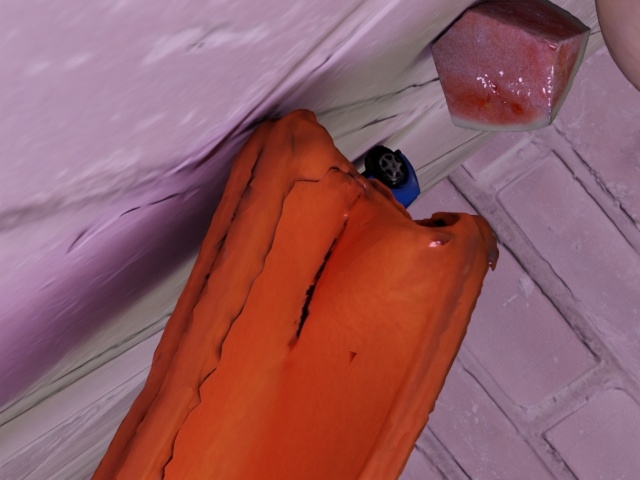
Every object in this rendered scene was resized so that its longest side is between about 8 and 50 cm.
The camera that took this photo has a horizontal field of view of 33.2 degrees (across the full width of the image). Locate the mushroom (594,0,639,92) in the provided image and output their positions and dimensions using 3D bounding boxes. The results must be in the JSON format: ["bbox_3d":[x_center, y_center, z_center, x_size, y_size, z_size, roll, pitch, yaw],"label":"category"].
[{"bbox_3d":[0.256,-0.155,0.532,0.246,0.202,0.246,3,169,1],"label":"mushroom"}]

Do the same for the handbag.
[{"bbox_3d":[-0.074,0.154,0.518,0.410,0.116,0.303,-63,-176,-12],"label":"handbag"}]

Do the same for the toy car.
[{"bbox_3d":[0.000,0.000,0.834,0.216,0.063,0.103,-36,176,-41],"label":"toy car"}]

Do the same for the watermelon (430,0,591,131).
[{"bbox_3d":[0.108,-0.111,0.606,0.072,0.084,0.092,70,31,-65],"label":"watermelon"}]
